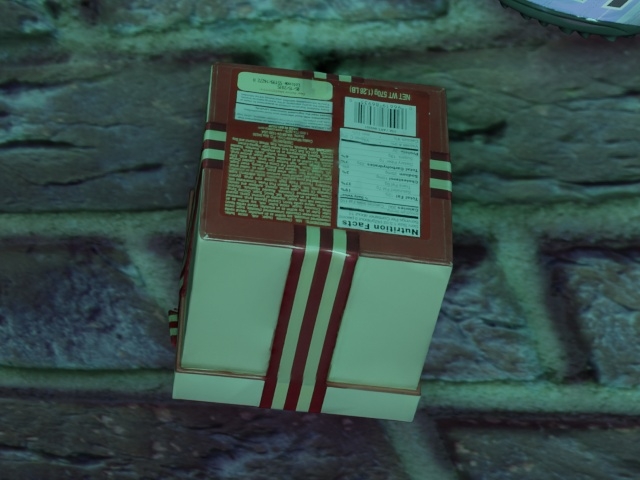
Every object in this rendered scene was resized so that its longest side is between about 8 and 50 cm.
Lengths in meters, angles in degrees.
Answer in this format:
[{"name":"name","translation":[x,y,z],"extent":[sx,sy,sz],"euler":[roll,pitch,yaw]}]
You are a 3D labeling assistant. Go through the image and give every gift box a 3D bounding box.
[{"name":"gift box","translation":[0.000,0.000,1.804],"extent":[0.255,0.276,0.258],"euler":[10,137,-2]}]

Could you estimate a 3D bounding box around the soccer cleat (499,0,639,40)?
[{"name":"soccer cleat","translation":[0.285,-0.219,1.526],"extent":[0.318,0.108,0.116],"euler":[8,127,17]}]
